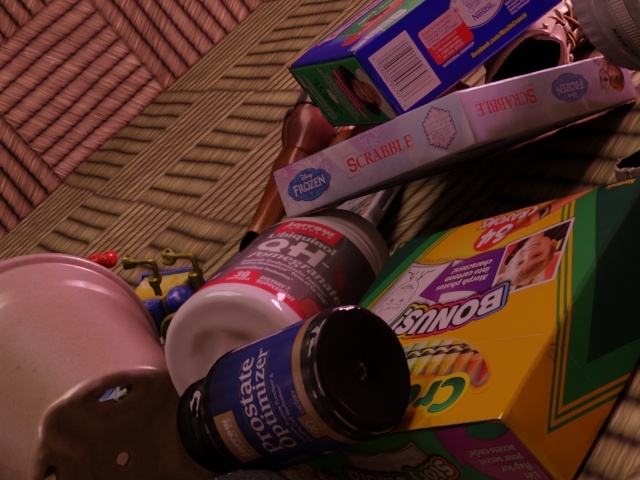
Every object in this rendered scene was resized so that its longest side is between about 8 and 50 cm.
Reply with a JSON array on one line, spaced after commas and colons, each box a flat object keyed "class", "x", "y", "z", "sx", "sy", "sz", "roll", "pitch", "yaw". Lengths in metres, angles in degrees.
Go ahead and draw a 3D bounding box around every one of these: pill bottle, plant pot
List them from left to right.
[{"class": "plant pot", "x": -0.280, "y": 0.209, "z": 1.911, "sx": 0.334, "sy": 0.334, "sz": 0.305, "roll": -44, "pitch": 29, "yaw": -13}, {"class": "pill bottle", "x": -0.031, "y": 0.144, "z": 1.493, "sx": 0.219, "sy": 0.123, "sz": 0.123, "roll": -26, "pitch": 22, "yaw": 44}, {"class": "pill bottle", "x": -0.032, "y": 0.078, "z": 1.852, "sx": 0.176, "sy": 0.176, "sz": 0.318, "roll": -29, "pitch": 8, "yaw": 30}]

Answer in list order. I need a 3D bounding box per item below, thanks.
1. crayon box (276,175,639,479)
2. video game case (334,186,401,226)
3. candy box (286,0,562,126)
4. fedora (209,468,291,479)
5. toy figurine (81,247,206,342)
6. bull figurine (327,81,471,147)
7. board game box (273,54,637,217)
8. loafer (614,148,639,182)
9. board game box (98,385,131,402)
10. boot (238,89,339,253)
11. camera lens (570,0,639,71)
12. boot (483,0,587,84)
[{"class": "crayon box", "x": 0.145, "y": 0.106, "z": 1.579, "sx": 0.363, "sy": 0.106, "sz": 0.313, "roll": -17, "pitch": 28, "yaw": 51}, {"class": "video game case", "x": 0.000, "y": 0.000, "z": 2.205, "sx": 0.227, "sy": 0.026, "sz": 0.206, "roll": -32, "pitch": 8, "yaw": 20}, {"class": "candy box", "x": 0.128, "y": -0.269, "z": 2.148, "sx": 0.268, "sy": 0.122, "sz": 0.317, "roll": -38, "pitch": 11, "yaw": -12}, {"class": "fedora", "x": -0.087, "y": 0.314, "z": 1.470, "sx": 0.334, "sy": 0.152, "sz": 0.334, "roll": -35, "pitch": 18, "yaw": 13}, {"class": "toy figurine", "x": -0.220, "y": 0.067, "z": 2.273, "sx": 0.362, "sy": 0.191, "sz": 0.217, "roll": -10, "pitch": 17, "yaw": 35}, {"class": "bull figurine", "x": 0.129, "y": -0.169, "z": 2.295, "sx": 0.310, "sy": 0.101, "sz": 0.188, "roll": -27, "pitch": 18, "yaw": 28}, {"class": "board game box", "x": 0.160, "y": -0.126, "z": 1.958, "sx": 0.318, "sy": 0.066, "sz": 0.318, "roll": -18, "pitch": -2, "yaw": -45}, {"class": "loafer", "x": 0.397, "y": -0.109, "z": 1.626, "sx": 0.251, "sy": 0.087, "sz": 0.094, "roll": -40, "pitch": 18, "yaw": 1}, {"class": "board game box", "x": -0.318, "y": 0.235, "z": 2.315, "sx": 0.136, "sy": 0.035, "sz": 0.201, "roll": -38, "pitch": 18, "yaw": 3}, {"class": "boot", "x": -0.047, "y": -0.069, "z": 2.431, "sx": 0.264, "sy": 0.096, "sz": 0.280, "roll": 130, "pitch": 163, "yaw": -68}, {"class": "camera lens", "x": 0.439, "y": -0.315, "z": 1.821, "sx": 0.274, "sy": 0.219, "sz": 0.219, "roll": -14, "pitch": 31, "yaw": 53}, {"class": "boot", "x": 0.323, "y": -0.284, "z": 2.145, "sx": 0.262, "sy": 0.095, "sz": 0.203, "roll": -31, "pitch": 14, "yaw": 15}]
